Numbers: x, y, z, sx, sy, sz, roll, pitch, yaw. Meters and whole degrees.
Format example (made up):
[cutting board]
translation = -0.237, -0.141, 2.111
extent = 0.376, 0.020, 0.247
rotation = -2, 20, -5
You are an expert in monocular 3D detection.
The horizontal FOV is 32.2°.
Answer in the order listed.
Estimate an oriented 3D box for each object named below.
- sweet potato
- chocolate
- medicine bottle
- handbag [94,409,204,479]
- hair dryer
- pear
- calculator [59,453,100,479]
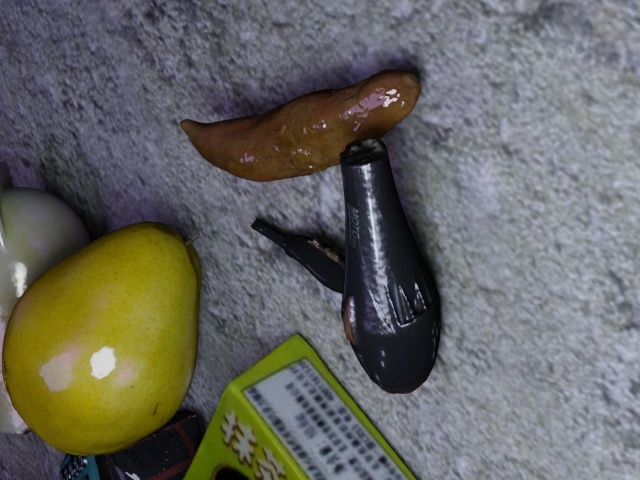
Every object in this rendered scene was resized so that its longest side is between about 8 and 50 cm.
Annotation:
[sweet potato]
translation = -0.019, -0.121, 1.283
extent = 0.354, 0.095, 0.106
rotation = -7, 120, 41
[chocolate]
translation = -0.034, 0.331, 1.440
extent = 0.301, 0.137, 0.289
rotation = 48, 135, 24
[medicine bottle]
translation = -0.463, 0.075, 1.747
extent = 0.235, 0.235, 0.406
rotation = -5, 101, 49
[handbag]
translation = -0.233, 0.374, 1.659
extent = 0.155, 0.169, 0.215
rotation = -1, 106, 65
[hair dryer]
translation = 0.000, 0.000, 1.297
extent = 0.359, 0.120, 0.304
rotation = 27, 140, 51
[pear]
translation = -0.284, 0.137, 1.534
extent = 0.336, 0.285, 0.285
rotation = -41, 73, 28
[calculator]
translation = -0.382, 0.438, 1.885
extent = 0.274, 0.058, 0.248
rotation = -46, 51, 49
